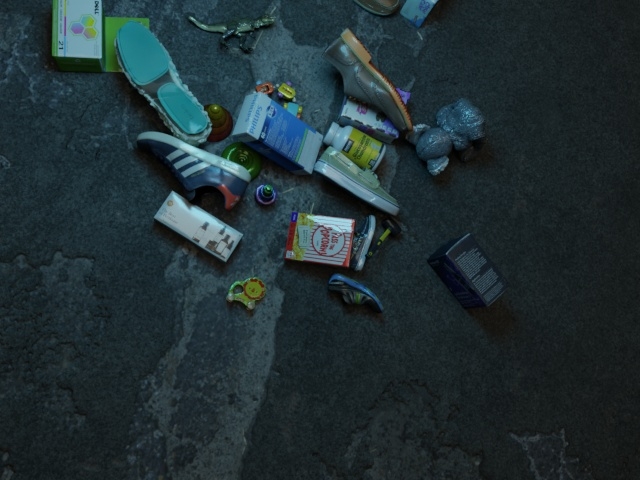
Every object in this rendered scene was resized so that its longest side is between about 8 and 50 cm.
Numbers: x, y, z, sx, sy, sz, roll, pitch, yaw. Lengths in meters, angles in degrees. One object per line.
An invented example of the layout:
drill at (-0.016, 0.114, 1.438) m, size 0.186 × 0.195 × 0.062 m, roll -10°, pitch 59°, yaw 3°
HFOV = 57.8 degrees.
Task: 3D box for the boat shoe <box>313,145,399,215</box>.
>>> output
boat shoe at (0.125, -0.177, 1.764) m, size 0.302 × 0.109 × 0.094 m, roll 30°, pitch 91°, yaw -16°

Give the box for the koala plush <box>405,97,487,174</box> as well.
koala plush at (0.396, -0.328, 1.845) m, size 0.221 × 0.203 × 0.196 m, roll -30°, pitch 87°, yaw -4°

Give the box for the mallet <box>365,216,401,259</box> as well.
mallet at (0.180, -0.010, 1.768) m, size 0.062 × 0.039 × 0.190 m, roll 53°, pitch 48°, yaw 0°

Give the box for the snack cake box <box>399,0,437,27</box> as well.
snack cake box at (0.390, -0.866, 1.946) m, size 0.089 × 0.152 × 0.264 m, roll 37°, pitch 75°, yaw -5°

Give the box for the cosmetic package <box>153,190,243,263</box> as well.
cosmetic package at (-0.351, -0.037, 1.674) m, size 0.239 × 0.060 × 0.098 m, roll 32°, pitch 74°, yaw -6°

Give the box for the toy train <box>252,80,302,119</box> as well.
toy train at (-0.131, -0.427, 1.805) m, size 0.125 × 0.046 × 0.166 m, roll -27°, pitch 84°, yaw -14°

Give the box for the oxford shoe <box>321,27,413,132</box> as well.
oxford shoe at (0.149, -0.464, 1.781) m, size 0.133 × 0.130 × 0.363 m, roll -37°, pitch 97°, yaw 16°

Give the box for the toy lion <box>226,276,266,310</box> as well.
toy lion at (-0.213, 0.149, 1.690) m, size 0.100 × 0.034 × 0.096 m, roll 24°, pitch 69°, yaw -8°

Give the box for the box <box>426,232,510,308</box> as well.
box at (0.452, 0.098, 1.788) m, size 0.108 × 0.153 × 0.207 m, roll -39°, pitch 89°, yaw -16°

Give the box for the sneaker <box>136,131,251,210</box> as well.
sneaker at (-0.379, -0.190, 1.641) m, size 0.350 × 0.131 × 0.148 m, roll 22°, pitch 84°, yaw 9°

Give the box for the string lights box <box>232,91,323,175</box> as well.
string lights box at (-0.120, -0.308, 1.704) m, size 0.260 × 0.077 × 0.133 m, roll 29°, pitch 72°, yaw -39°

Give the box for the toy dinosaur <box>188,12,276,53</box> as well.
toy dinosaur at (-0.268, -0.648, 1.806) m, size 0.268 × 0.064 × 0.118 m, roll -6°, pitch 75°, yaw -12°

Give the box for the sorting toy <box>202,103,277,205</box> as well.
sorting toy at (-0.242, -0.267, 1.707) m, size 0.127 × 0.126 × 0.365 m, roll -35°, pitch 88°, yaw -17°

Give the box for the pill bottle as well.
pill bottle at (0.103, -0.292, 1.802) m, size 0.184 × 0.103 × 0.103 m, roll 27°, pitch 75°, yaw -7°

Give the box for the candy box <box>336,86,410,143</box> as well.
candy box at (0.169, -0.423, 1.857) m, size 0.196 × 0.070 × 0.164 m, roll 19°, pitch 76°, yaw -9°

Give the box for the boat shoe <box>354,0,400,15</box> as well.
boat shoe at (0.135, -0.875, 1.907) m, size 0.324 × 0.116 × 0.123 m, roll 40°, pitch 74°, yaw -3°

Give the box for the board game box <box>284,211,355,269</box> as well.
board game box at (0.000, 0.000, 1.726) m, size 0.194 × 0.045 × 0.146 m, roll 7°, pitch 78°, yaw 8°

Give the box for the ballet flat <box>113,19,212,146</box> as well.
ballet flat at (-0.464, -0.434, 1.682) m, size 0.147 × 0.147 × 0.408 m, roll -32°, pitch 86°, yaw -16°

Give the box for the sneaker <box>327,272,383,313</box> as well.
sneaker at (0.105, 0.168, 1.749) m, size 0.188 × 0.067 × 0.078 m, roll 30°, pitch 96°, yaw -8°

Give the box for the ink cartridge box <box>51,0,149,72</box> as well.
ink cartridge box at (-0.634, -0.596, 1.690) m, size 0.255 × 0.097 × 0.188 m, roll -2°, pitch 80°, yaw -12°

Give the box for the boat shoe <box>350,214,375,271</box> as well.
boat shoe at (0.108, -0.001, 1.770) m, size 0.083 × 0.065 × 0.183 m, roll 19°, pitch 77°, yaw -8°
